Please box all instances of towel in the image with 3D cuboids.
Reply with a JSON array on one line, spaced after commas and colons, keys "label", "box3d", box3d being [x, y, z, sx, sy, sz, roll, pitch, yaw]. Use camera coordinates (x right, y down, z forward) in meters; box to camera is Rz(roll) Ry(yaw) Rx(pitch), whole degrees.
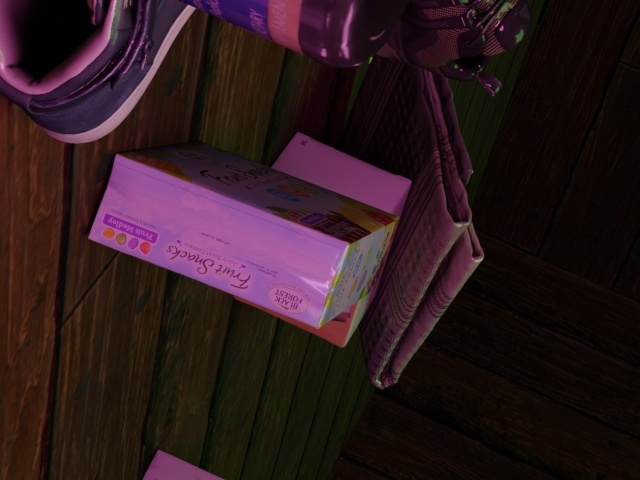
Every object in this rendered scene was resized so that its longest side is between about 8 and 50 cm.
[{"label": "towel", "box3d": [0.089, -0.052, 1.696, 0.324, 0.056, 0.312, 112, -25, -54]}]

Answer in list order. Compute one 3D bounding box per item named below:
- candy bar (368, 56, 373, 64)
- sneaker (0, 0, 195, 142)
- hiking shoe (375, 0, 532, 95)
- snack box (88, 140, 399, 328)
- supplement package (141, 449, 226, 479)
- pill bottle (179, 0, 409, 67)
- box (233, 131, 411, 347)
[{"label": "candy bar", "box3d": [0.072, -0.254, 1.729, 0.040, 0.018, 0.161, -59, 170, -37]}, {"label": "sneaker", "box3d": [-0.093, -0.159, 0.795, 0.226, 0.086, 0.163, -64, 174, -2]}, {"label": "hiking shoe", "box3d": [0.093, -0.180, 1.059, 0.086, 0.114, 0.227, -60, 168, -20]}, {"label": "snack box", "box3d": [-0.048, -0.010, 1.167, 0.207, 0.174, 0.070, -19, 130, -77]}, {"label": "supplement package", "box3d": [-0.143, 0.358, 1.671, 0.194, 0.149, 0.203, 92, 24, -68]}, {"label": "pill bottle", "box3d": [-0.063, -0.155, 0.553, 0.123, 0.219, 0.122, 24, 90, -81]}, {"label": "box", "box3d": [0.000, 0.000, 1.618, 0.091, 0.130, 0.170, -56, 166, -46]}]
